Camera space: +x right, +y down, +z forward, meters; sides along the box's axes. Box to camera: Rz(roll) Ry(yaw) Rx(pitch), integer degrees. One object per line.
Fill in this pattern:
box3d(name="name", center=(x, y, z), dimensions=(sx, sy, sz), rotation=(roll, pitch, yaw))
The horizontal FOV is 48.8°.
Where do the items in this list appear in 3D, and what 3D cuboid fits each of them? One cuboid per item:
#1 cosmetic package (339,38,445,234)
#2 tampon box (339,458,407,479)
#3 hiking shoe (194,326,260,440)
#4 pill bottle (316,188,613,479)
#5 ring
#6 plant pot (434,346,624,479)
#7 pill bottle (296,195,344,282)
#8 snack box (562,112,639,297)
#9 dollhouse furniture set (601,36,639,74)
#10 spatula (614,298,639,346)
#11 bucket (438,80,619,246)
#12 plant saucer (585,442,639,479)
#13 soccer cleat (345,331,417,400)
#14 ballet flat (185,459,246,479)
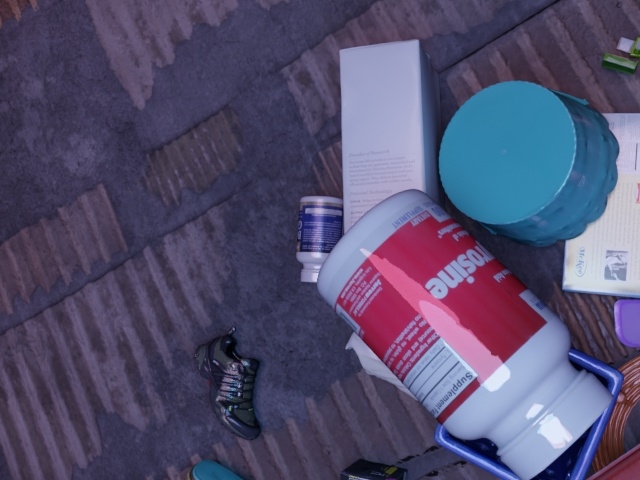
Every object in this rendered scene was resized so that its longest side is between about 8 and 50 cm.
box3d(name="cosmetic package", center=(0.139, -0.151, 1.312), dimensions=(0.156, 0.217, 0.384), rotation=(-5, 82, 19))
box3d(name="tampon box", center=(0.093, 0.507, 1.315), dimensions=(0.102, 0.120, 0.160), rotation=(6, 88, 20))
box3d(name="hiking shoe", center=(-0.170, 0.294, 1.446), dimensions=(0.114, 0.086, 0.226), rotation=(-35, 74, 17))
box3d(name="pill bottle", center=(0.205, 0.134, 1.031), dimensions=(0.407, 0.229, 0.229), rotation=(46, 100, 18))
box3d(name="ring", center=(0.629, 0.346, 1.190), dimensions=(0.337, 0.032, 0.336), rotation=(-2, 85, 18))
box3d(name="plant pot", center=(0.352, 0.272, 1.198), dimensions=(0.236, 0.212, 0.235), rotation=(23, 93, 19))
box3d(name="pill bottle", center=(0.000, 0.000, 1.408), dimensions=(0.094, 0.094, 0.169), rotation=(2, 86, 20))
box3d(name="snack box", center=(0.534, -0.062, 1.244), dimensions=(0.187, 0.060, 0.321), rotation=(4, 87, 20))
box3d(name="dollhouse furniture set", center=(0.560, -0.375, 1.256), dimensions=(0.059, 0.076, 0.151), rotation=(24, 94, 19))
box3d(name="spatula", center=(0.658, 0.142, 1.198), dimensions=(0.297, 0.030, 0.084), rotation=(-2, 86, 19))
box3d(name="bucket", center=(0.349, -0.134, 1.211), dimensions=(0.281, 0.183, 0.280), rotation=(-7, 78, 38))
box3d(name="plant saucer", center=(0.559, 0.438, 1.089), dimensions=(0.259, 0.047, 0.258), rotation=(-20, 66, -26))
box3d(name="soccer cleat", center=(0.131, 0.245, 1.359), dimensions=(0.196, 0.068, 0.076), rotation=(45, 105, 25))
box3d(name="ballet flat", center=(-0.121, 0.560, 1.401), dimensions=(0.349, 0.123, 0.123), rotation=(23, 93, 19))
